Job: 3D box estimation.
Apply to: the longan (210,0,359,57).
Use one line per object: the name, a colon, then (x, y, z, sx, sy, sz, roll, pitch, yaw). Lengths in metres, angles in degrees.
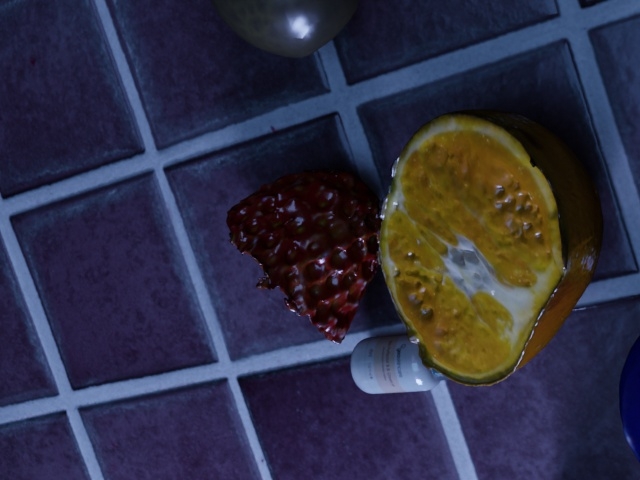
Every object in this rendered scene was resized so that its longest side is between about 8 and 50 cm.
longan: (-0.042, -0.316, 1.453, 0.212, 0.198, 0.198, 52, 121, 18)

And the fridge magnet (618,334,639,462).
fridge magnet: (0.463, 0.184, 1.375, 0.266, 0.113, 0.265, 8, 108, 25)

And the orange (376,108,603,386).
orange: (0.186, -0.002, 1.389, 0.274, 0.274, 0.310, 11, 153, 25)

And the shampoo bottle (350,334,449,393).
shampoo bottle: (0.134, 0.152, 1.560, 0.192, 0.074, 0.074, -6, 102, 29)

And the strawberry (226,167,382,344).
strawberry: (0.000, 0.000, 1.554, 0.178, 0.234, 0.234, -42, 83, 2)
